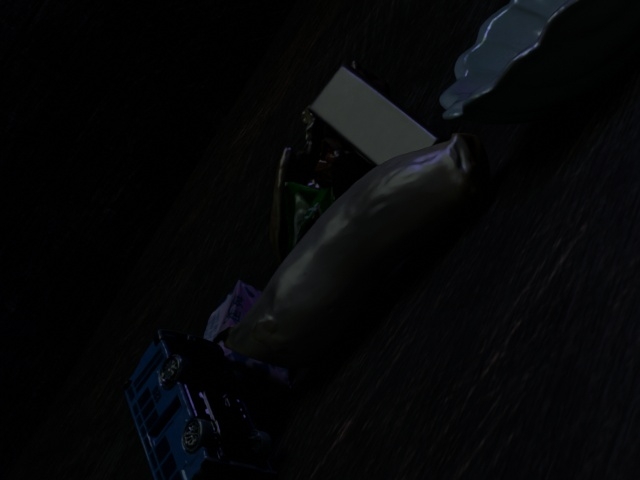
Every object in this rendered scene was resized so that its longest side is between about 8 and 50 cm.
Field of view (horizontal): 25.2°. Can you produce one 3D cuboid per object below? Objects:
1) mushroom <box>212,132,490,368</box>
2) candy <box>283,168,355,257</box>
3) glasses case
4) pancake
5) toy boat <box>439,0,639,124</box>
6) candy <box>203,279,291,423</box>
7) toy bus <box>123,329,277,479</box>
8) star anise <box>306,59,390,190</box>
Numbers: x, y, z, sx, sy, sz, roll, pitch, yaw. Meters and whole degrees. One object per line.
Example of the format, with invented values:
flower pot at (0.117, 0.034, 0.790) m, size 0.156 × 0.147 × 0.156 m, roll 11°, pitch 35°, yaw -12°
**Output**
mushroom at (0.030, 0.016, 1.409) m, size 0.351 × 0.097 × 0.109 m, roll -45°, pitch 52°, yaw 27°
candy at (0.003, 0.002, 1.565) m, size 0.203 × 0.078 × 0.141 m, roll 175°, pitch 104°, yaw -69°
glasses case at (0.064, -0.121, 1.567) m, size 0.072 × 0.042 × 0.190 m, roll -49°, pitch 49°, yaw 2°
pancake at (-0.025, -0.057, 1.795) m, size 0.235 × 0.029 × 0.212 m, roll -64°, pitch -20°, yaw -60°
toy boat at (0.226, -0.198, 1.261) m, size 0.290 × 0.100 × 0.199 m, roll -48°, pitch 14°, yaw 34°
candy at (-0.080, 0.123, 1.581) m, size 0.073 × 0.092 × 0.160 m, roll -51°, pitch 14°, yaw 26°
toy bus at (-0.126, 0.184, 1.422) m, size 0.106 × 0.090 × 0.184 m, roll -53°, pitch 40°, yaw 24°
star anise at (0.041, -0.100, 1.708) m, size 0.214 × 0.099 × 0.220 m, roll -108°, pitch 34°, yaw -80°
